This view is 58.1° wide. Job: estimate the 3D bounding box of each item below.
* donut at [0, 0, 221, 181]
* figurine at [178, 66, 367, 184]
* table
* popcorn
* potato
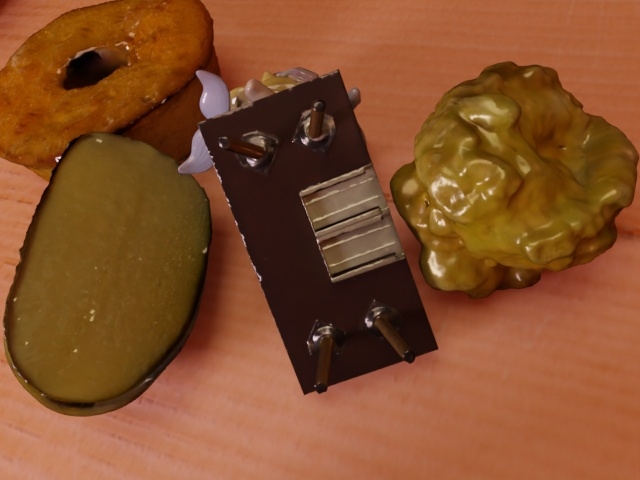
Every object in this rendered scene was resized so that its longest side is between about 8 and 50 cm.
[{"bbox_3d":[-0.253,-0.179,0.708,0.302,0.110,0.303,-9,56,13],"label":"donut"},{"bbox_3d":[-0.039,-0.110,0.573,0.184,0.208,0.129,42,122,46],"label":"figurine"},{"bbox_3d":[0.000,0.000,0.449,0.121,0.111,0.240,-21,96,3],"label":"table"},{"bbox_3d":[0.158,-0.049,0.480,0.197,0.155,0.198,6,68,-16],"label":"popcorn"},{"bbox_3d":[-0.201,0.038,0.558,0.160,0.111,0.272,13,58,-19],"label":"potato"}]
